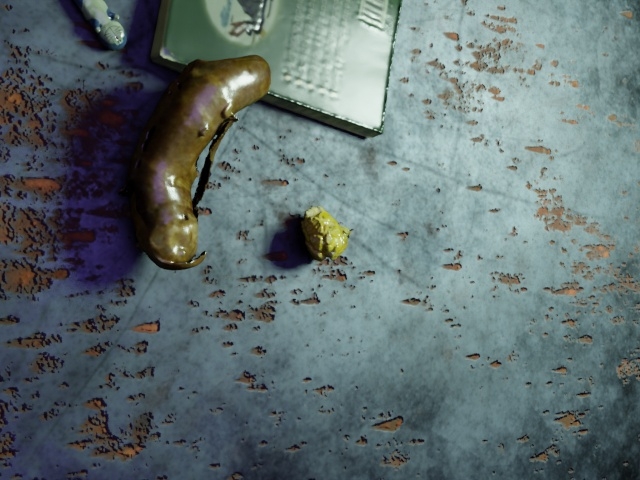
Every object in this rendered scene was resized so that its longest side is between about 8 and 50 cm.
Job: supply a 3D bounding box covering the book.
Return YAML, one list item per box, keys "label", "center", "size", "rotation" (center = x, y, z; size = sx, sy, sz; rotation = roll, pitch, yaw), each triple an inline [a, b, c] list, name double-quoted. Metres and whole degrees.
- label: "book"
  center: [-0.047, -0.323, 1.052]
  size: [0.371, 0.043, 0.260]
  rotation: [15, 79, -29]

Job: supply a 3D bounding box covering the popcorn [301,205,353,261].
- label: "popcorn"
  center: [0.000, 0.000, 1.050]
  size: [0.084, 0.084, 0.084]
  rotation: [2, 87, -29]

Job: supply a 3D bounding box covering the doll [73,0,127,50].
- label: "doll"
  center: [-0.293, -0.302, 0.918]
  size: [0.037, 0.027, 0.125]
  rotation: [-37, 105, -18]

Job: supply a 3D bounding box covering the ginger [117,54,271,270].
- label: "ginger"
  center: [-0.169, -0.116, 0.919]
  size: [0.133, 0.107, 0.309]
  rotation: [19, 86, -1]
